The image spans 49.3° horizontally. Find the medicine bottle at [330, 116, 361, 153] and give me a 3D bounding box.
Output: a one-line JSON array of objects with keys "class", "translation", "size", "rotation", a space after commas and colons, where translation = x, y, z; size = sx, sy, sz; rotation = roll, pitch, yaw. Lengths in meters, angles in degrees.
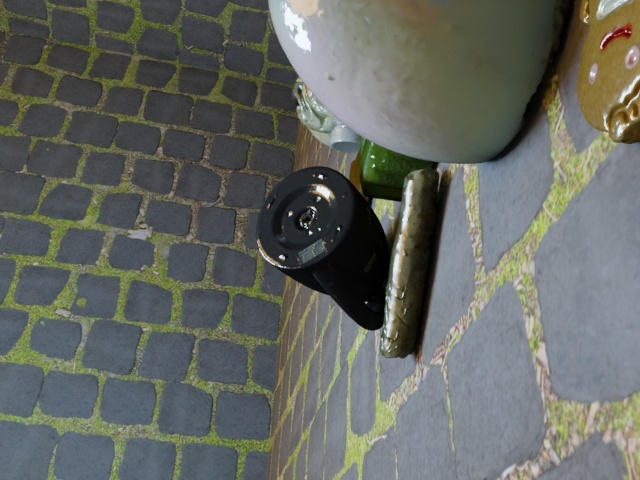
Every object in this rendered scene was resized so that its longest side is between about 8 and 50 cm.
[{"class": "medicine bottle", "translation": [0.085, -0.324, 1.844], "size": [0.105, 0.105, 0.168], "rotation": [135, 143, -77]}]

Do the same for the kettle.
[{"class": "kettle", "translation": [0.040, 0.041, 1.335], "size": [0.290, 0.207, 0.268], "rotation": [44, -155, -51]}]

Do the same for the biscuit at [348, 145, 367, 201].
[{"class": "biscuit", "translation": [0.123, -0.198, 1.647], "size": [0.301, 0.049, 0.197], "rotation": [109, 163, -50]}]

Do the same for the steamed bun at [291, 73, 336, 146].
[{"class": "steamed bun", "translation": [0.021, -0.449, 2.094], "size": [0.275, 0.206, 0.320], "rotation": [-109, 32, -77]}]

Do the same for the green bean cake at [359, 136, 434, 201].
[{"class": "green bean cake", "translation": [0.146, -0.214, 1.252], "size": [0.248, 0.124, 0.222], "rotation": [107, 167, -56]}]

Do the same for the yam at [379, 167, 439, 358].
[{"class": "yam", "translation": [0.148, 0.037, 1.150], "size": [0.071, 0.067, 0.317], "rotation": [-164, 82, -68]}]

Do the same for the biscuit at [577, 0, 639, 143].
[{"class": "biscuit", "translation": [0.279, -0.207, 0.619], "size": [0.184, 0.035, 0.249], "rotation": [-163, 81, -82]}]

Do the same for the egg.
[{"class": "egg", "translation": [0.097, -0.297, 0.917], "size": [0.354, 0.339, 0.355], "rotation": [-169, 90, -82]}]
